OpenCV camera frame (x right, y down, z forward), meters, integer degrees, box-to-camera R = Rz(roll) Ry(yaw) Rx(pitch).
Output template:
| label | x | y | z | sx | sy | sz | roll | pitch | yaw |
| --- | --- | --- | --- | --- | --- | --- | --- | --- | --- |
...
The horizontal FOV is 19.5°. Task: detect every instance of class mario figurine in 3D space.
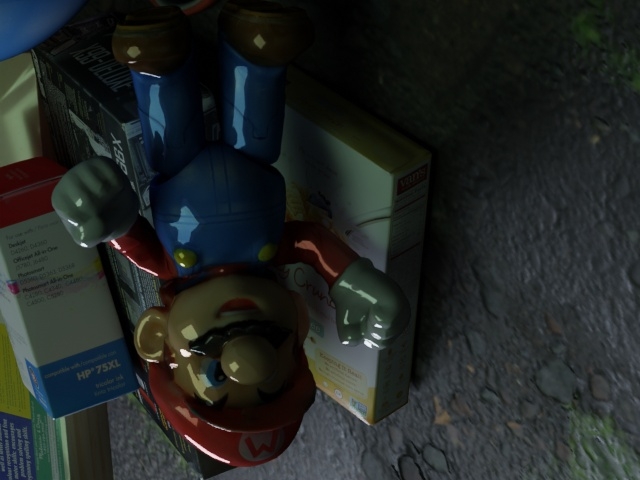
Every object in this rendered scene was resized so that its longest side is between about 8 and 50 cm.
| label | x | y | z | sx | sy | sz | roll | pitch | yaw |
| --- | --- | --- | --- | --- | --- | --- | --- | --- | --- |
| mario figurine | -0.055 | 0.006 | 1.256 | 0.198 | 0.170 | 0.320 | 3 | 109 | 25 |

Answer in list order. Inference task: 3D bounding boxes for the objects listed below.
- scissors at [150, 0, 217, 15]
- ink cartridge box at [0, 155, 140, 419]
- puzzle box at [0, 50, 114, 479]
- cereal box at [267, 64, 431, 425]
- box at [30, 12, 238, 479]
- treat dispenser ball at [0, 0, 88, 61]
| label | x | y | z | sx | sy | sz | roll | pitch | yaw |
| --- | --- | --- | --- | --- | --- | --- | --- | --- | --- |
| scissors | -0.166 | -0.204 | 1.479 | 0.297 | 0.021 | 0.109 | -18 | 101 | 53 |
| ink cartridge box | -0.225 | 0.013 | 1.500 | 0.134 | 0.078 | 0.231 | -155 | 48 | -69 |
| puzzle box | -0.305 | 0.027 | 1.688 | 0.272 | 0.052 | 0.409 | 7 | 105 | 43 |
| cereal box | 0.000 | 0.000 | 1.390 | 0.173 | 0.047 | 0.240 | 34 | 138 | 35 |
| box | -0.132 | -0.001 | 1.468 | 0.242 | 0.076 | 0.307 | 39 | 143 | 58 |
| treat dispenser ball | -0.279 | -0.265 | 1.344 | 0.288 | 0.288 | 0.288 | 31 | 135 | 36 |
